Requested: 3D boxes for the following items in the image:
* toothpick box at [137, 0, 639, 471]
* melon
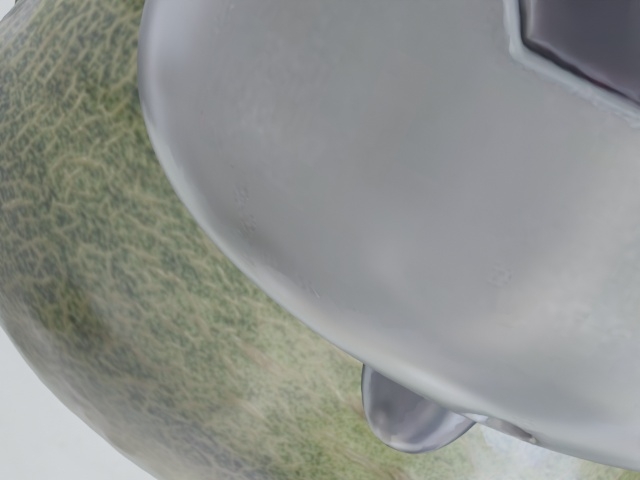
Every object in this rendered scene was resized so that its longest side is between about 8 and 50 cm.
[{"bbox_3d":[0.083,-0.091,0.442,0.229,0.229,0.316,42,-67,42],"label":"toothpick box"},{"bbox_3d":[0.000,0.000,0.790,0.329,0.248,0.248,45,-35,-9],"label":"melon"}]
